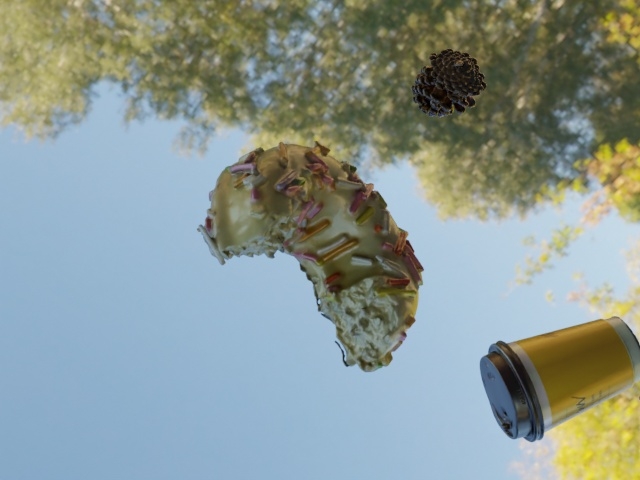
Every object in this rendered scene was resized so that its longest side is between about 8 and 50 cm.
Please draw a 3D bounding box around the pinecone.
[{"bbox_3d":[0.182,-0.231,1.358,0.102,0.109,0.102,11,-107,-42],"label":"pinecone"}]

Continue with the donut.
[{"bbox_3d":[0.006,0.001,1.375,0.371,0.150,0.307,41,-150,-20],"label":"donut"}]

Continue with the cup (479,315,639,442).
[{"bbox_3d":[0.446,0.247,1.717,0.196,0.279,0.196,160,90,-84],"label":"cup"}]
